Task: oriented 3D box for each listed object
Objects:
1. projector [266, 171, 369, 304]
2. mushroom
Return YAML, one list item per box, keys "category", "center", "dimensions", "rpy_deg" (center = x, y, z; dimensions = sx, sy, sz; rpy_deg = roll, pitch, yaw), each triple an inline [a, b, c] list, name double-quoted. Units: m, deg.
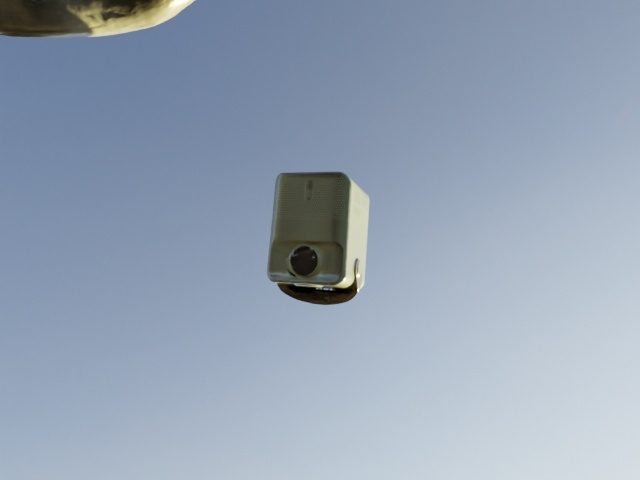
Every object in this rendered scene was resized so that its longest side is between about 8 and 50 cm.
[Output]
- category: "projector"
  center: [0.000, 0.000, 1.152]
  dimensions: [0.164, 0.242, 0.177]
  rpy_deg: [3, -6, 18]
- category: "mushroom"
  center: [-0.341, -0.370, 0.931]
  dimensions: [0.352, 0.097, 0.109]
  rpy_deg: [-15, -82, -19]
